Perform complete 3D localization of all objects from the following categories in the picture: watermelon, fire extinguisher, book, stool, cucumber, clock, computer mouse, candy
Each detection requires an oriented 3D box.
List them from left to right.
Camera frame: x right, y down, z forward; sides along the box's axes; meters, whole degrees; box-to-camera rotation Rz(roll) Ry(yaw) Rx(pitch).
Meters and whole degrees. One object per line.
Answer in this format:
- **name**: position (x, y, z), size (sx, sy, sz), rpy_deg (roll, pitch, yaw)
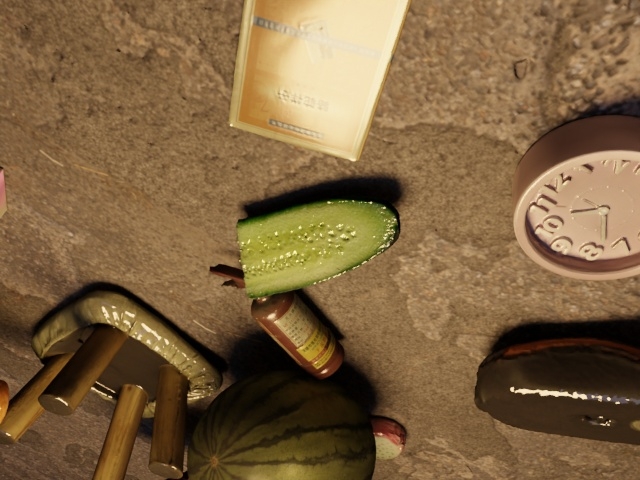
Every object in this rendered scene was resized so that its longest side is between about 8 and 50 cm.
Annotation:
- **stool**: position (-0.380, 0.282, 1.147), size (0.310, 0.226, 0.310), rpy_deg (42, 131, -22)
- **fire extinguisher**: position (-0.071, 0.122, 1.005), size (0.106, 0.075, 0.252), rpy_deg (-26, 124, 23)
- **watermelon**: position (-0.052, 0.356, 1.082), size (0.278, 0.279, 0.359), rpy_deg (-27, 154, 35)
- **book**: position (-0.008, -0.202, 0.712), size (0.170, 0.018, 0.242), rpy_deg (16, 136, -1)
- **cucumber**: position (0.000, 0.000, 0.872), size (0.243, 0.063, 0.115), rpy_deg (-12, 98, 28)
- **candy**: position (0.112, 0.380, 1.237), size (0.103, 0.043, 0.103), rpy_deg (8, 135, 8)
- **computer mouse**: position (0.389, 0.215, 0.948), size (0.323, 0.116, 0.183), rpy_deg (1, 137, 25)
- **clock**: position (0.323, -0.044, 0.744), size (0.196, 0.068, 0.197), rpy_deg (8, 135, 8)

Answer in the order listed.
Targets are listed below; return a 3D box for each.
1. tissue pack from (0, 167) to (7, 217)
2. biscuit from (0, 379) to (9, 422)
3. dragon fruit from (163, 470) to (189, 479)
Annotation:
- **tissue pack**: position (-0.599, -0.069, 0.917), size (0.246, 0.149, 0.093), rpy_deg (17, 135, -5)
- **biscuit**: position (-0.623, 0.228, 1.125), size (0.049, 0.324, 0.205), rpy_deg (15, 120, -44)
- **dragon fruit**: position (-0.259, 0.493, 1.262), size (0.282, 0.343, 0.100), rpy_deg (-24, 79, 29)
